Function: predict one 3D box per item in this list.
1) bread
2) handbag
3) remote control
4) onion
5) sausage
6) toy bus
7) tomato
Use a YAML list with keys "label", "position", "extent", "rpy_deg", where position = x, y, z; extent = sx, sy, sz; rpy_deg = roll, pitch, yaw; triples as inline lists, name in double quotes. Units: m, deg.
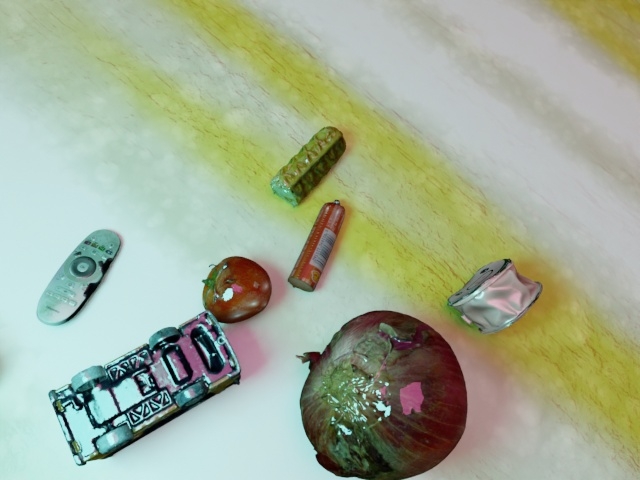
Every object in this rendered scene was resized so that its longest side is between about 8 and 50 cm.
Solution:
- label: "bread"
  position: [-0.024, -0.212, 1.305]
  extent: [0.098, 0.087, 0.269]
  rpy_deg: [36, 65, 7]
- label: "handbag"
  position: [0.435, 0.135, 1.193]
  extent: [0.205, 0.179, 0.116]
  rpy_deg: [-39, 86, -18]
- label: "remote control"
  position: [-0.549, 0.082, 1.094]
  extent: [0.097, 0.045, 0.256]
  rpy_deg: [26, 61, 0]
- label: "onion"
  position: [0.117, 0.310, 0.980]
  extent: [0.354, 0.353, 0.353]
  rpy_deg: [4, 65, -9]
- label: "sausage"
  position: [0.000, 0.000, 1.223]
  extent: [0.074, 0.074, 0.274]
  rpy_deg: [23, 64, 0]
- label: "toy bus"
  position: [-0.331, 0.292, 0.960]
  extent: [0.324, 0.194, 0.161]
  rpy_deg: [-27, 73, -18]
- label: "tomato"
  position: [-0.190, 0.115, 1.096]
  extent: [0.167, 0.167, 0.167]
  rpy_deg: [4, 65, -9]
